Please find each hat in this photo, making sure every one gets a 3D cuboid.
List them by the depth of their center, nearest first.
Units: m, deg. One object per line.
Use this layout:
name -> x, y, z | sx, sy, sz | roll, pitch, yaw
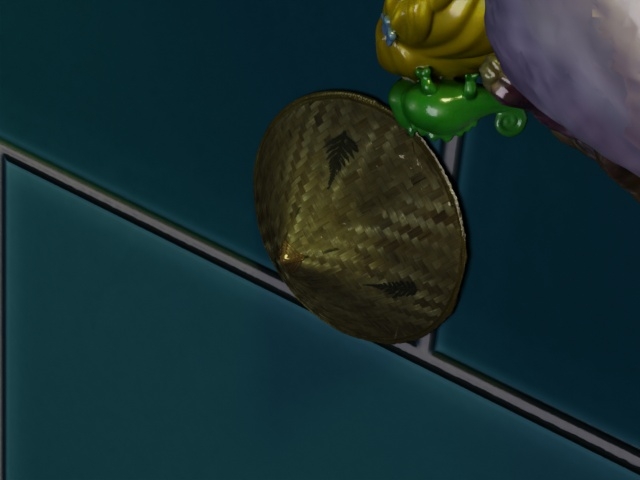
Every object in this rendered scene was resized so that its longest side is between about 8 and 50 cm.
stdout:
hat -> 0.000, 0.000, 0.949 | 0.146, 0.067, 0.146 | 19, 122, 34

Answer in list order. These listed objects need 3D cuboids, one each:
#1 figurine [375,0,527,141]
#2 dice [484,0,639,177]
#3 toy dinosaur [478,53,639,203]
figurine -> 0.080, -0.121, 0.810 | 0.115, 0.095, 0.156 | 5, 96, 17
dice -> 0.214, -0.126, 0.502 | 0.270, 0.271, 0.270 | 24, 106, 9
toy dinosaur -> 0.147, -0.031, 0.727 | 0.072, 0.251, 0.200 | -45, 56, 7
